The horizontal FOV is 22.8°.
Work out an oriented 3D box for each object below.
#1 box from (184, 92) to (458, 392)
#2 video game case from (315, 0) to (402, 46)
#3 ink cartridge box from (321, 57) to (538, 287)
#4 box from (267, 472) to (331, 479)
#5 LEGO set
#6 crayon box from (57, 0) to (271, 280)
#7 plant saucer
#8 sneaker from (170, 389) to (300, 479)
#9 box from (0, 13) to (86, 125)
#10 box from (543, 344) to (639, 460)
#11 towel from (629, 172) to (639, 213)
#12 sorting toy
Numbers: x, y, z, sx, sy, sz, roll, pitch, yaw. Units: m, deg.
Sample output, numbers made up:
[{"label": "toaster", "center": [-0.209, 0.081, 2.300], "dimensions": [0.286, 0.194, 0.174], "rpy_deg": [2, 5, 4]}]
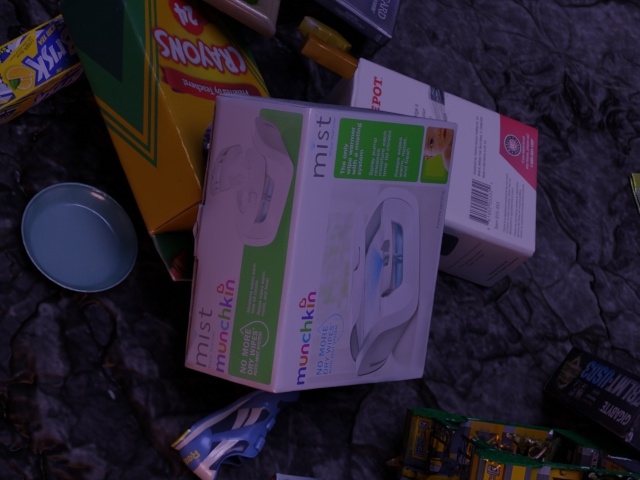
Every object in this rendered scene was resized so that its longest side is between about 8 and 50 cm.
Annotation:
[{"label": "box", "center": [0.000, 0.000, 1.517], "dimensions": [0.231, 0.127, 0.262], "rpy_deg": [2, 98, -51]}, {"label": "video game case", "center": [-0.018, -0.357, 1.841], "dimensions": [0.274, 0.026, 0.196], "rpy_deg": [34, 38, -15]}, {"label": "ink cartridge box", "center": [0.115, -0.073, 1.749], "dimensions": [0.237, 0.100, 0.172], "rpy_deg": [19, 56, -20]}, {"label": "box", "center": [-0.027, 0.254, 1.463], "dimensions": [0.094, 0.137, 0.027], "rpy_deg": [11, 59, -24]}, {"label": "LEGO set", "center": [0.194, 0.285, 1.495], "dimensions": [0.255, 0.331, 0.192], "rpy_deg": [9, 92, -20]}, {"label": "crayon box", "center": [-0.123, -0.113, 1.605], "dimensions": [0.202, 0.081, 0.318], "rpy_deg": [1, 61, -58]}, {"label": "plant saucer", "center": [-0.239, 0.000, 1.557], "dimensions": [0.119, 0.021, 0.119], "rpy_deg": [13, 59, -23]}, {"label": "sneaker", "center": [-0.074, 0.184, 1.532], "dimensions": [0.144, 0.053, 0.059], "rpy_deg": [-28, 79, -29]}, {"label": "box", "center": [-0.298, -0.169, 1.596], "dimensions": [0.059, 0.054, 0.169], "rpy_deg": [50, 52, 3]}, {"label": "box", "center": [0.397, 0.232, 1.634], "dimensions": [0.293, 0.295, 0.073], "rpy_deg": [34, 88, -9]}, {"label": "towel", "center": [0.424, -0.058, 1.976], "dimensions": [0.083, 0.009, 0.060], "rpy_deg": [2, 64, -29]}, {"label": "sorting toy", "center": [-0.091, -0.284, 1.704], "dimensions": [0.307, 0.041, 0.229], "rpy_deg": [29, 18, -11]}]
